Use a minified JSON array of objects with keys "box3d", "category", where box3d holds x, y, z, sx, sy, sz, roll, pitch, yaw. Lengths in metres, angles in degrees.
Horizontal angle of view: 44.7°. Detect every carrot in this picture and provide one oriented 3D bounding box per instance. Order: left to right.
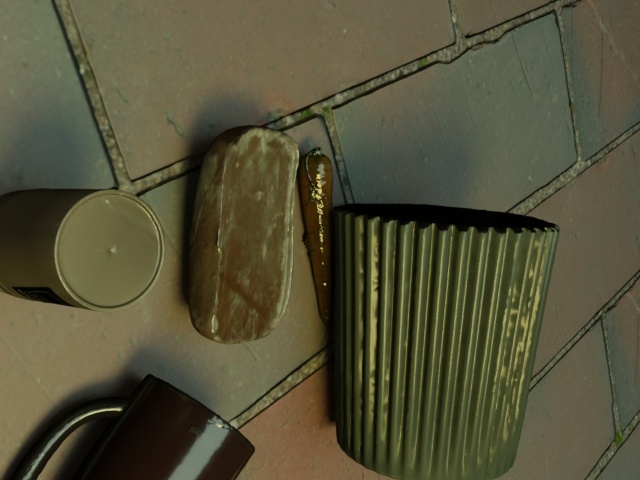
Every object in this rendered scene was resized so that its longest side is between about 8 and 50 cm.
[{"box3d":[0.000,0.000,1.056,0.049,0.049,0.254,-18,109,-42],"category":"carrot"}]

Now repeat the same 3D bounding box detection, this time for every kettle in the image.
[{"box3d":[-0.208,0.264,0.814,0.202,0.144,0.232,43,66,-17],"category":"kettle"}]

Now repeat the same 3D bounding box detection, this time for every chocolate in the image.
[{"box3d":[-0.103,-0.010,0.927,0.157,0.080,0.253,1,94,-59],"category":"chocolate"}]

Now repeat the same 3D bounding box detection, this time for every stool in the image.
[{"box3d":[0.152,0.125,1.056,0.297,0.297,0.329,-3,101,-44],"category":"stool"}]

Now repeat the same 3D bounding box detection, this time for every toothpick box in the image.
[{"box3d":[-0.238,0.006,0.724,0.111,0.181,0.111,-3,94,-44],"category":"toothpick box"}]
